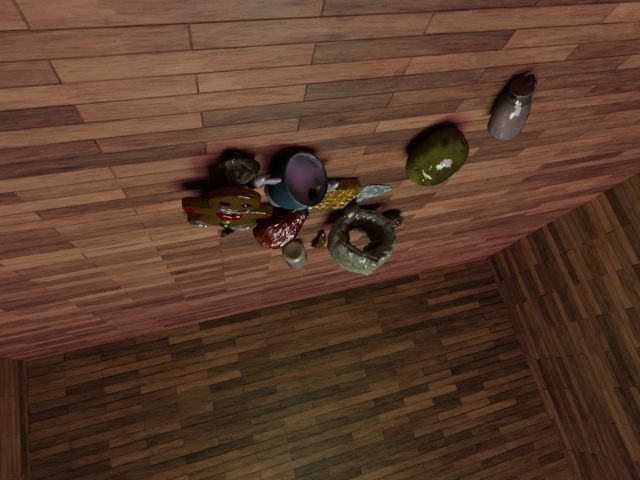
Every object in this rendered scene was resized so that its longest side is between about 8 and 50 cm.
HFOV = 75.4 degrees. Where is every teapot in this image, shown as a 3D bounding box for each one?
[{"bbox_3d":[0.119,-0.136,1.726,0.080,0.085,0.110,-44,-177,16],"label":"teapot"}]

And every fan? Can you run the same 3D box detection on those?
[{"bbox_3d":[0.178,-0.190,1.691,0.240,0.009,0.131,-15,162,-1],"label":"fan"}]

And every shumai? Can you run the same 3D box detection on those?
[{"bbox_3d":[-0.235,-0.210,1.177,0.099,0.123,0.087,-23,119,20],"label":"shumai"}]

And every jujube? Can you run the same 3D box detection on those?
[{"bbox_3d":[-0.148,-0.065,1.584,0.236,0.168,0.168,-35,156,22],"label":"jujube"}]

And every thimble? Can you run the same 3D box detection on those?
[{"bbox_3d":[0.182,0.009,1.848,0.292,0.291,0.195,-10,161,-16],"label":"thimble"}]

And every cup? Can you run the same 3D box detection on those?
[{"bbox_3d":[-0.088,-0.170,1.286,0.300,0.167,0.173,-1,173,-37],"label":"cup"}]

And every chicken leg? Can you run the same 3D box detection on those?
[{"bbox_3d":[0.350,-0.095,2.041,0.125,0.080,0.196,-12,173,25],"label":"chicken leg"}]

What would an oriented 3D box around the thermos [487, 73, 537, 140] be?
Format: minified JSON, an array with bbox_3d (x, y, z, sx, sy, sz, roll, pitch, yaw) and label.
[{"bbox_3d":[0.586,-0.408,1.241,0.137,0.105,0.193,-40,157,-8],"label":"thermos"}]

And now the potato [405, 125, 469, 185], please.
[{"bbox_3d":[0.391,-0.272,1.396,0.228,0.148,0.197,-33,170,37],"label":"potato"}]

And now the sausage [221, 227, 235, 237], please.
[{"bbox_3d":[-0.330,-0.053,1.652,0.198,0.028,0.025,-24,133,28],"label":"sausage"}]

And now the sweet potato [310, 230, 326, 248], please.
[{"bbox_3d":[0.002,-0.001,2.058,0.053,0.054,0.182,-18,163,-23],"label":"sweet potato"}]

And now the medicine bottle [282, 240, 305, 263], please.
[{"bbox_3d":[-0.125,0.085,2.114,0.114,0.114,0.252,-15,163,-2],"label":"medicine bottle"}]

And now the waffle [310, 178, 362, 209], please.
[{"bbox_3d":[0.025,-0.170,1.544,0.211,0.055,0.160,-6,160,-29],"label":"waffle"}]

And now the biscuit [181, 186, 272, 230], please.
[{"bbox_3d":[-0.297,-0.086,1.321,0.283,0.064,0.432,3,171,-22],"label":"biscuit"}]
